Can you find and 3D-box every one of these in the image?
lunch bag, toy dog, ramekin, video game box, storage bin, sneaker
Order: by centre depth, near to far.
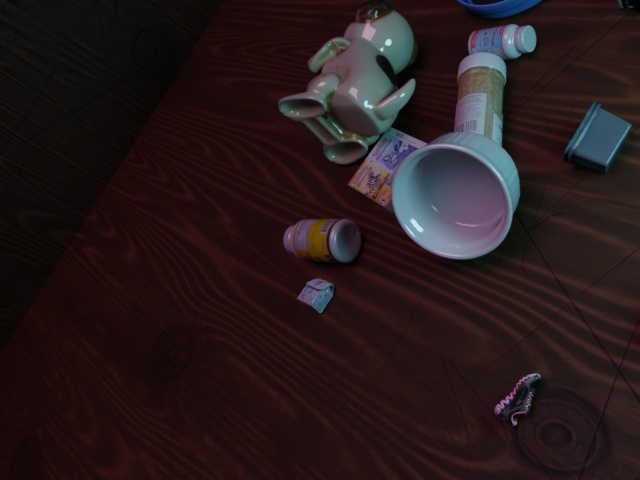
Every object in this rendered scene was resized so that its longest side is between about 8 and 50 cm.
[{"bbox_3d":[0.398,0.314,1.434,0.119,0.047,0.057,-53,45,14],"label":"sneaker"},{"bbox_3d":[0.596,-0.210,1.567,0.091,0.098,0.135,32,87,23],"label":"storage bin"},{"bbox_3d":[0.309,-0.108,1.635,0.277,0.277,0.135,-16,19,38],"label":"ramekin"},{"bbox_3d":[-0.010,0.141,1.954,0.071,0.053,0.083,22,72,49],"label":"lunch bag"},{"bbox_3d":[0.192,-0.195,1.987,0.205,0.048,0.187,-55,37,1],"label":"video game box"},{"bbox_3d":[0.119,-0.485,2.067,0.395,0.284,0.408,-18,42,53],"label":"toy dog"}]

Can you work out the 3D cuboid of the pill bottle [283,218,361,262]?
[{"bbox_3d":[0.000,0.000,1.989,0.215,0.117,0.117,2,65,46],"label":"pill bottle"}]

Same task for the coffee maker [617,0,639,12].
[{"bbox_3d":[0.730,-0.600,1.620,0.171,0.178,0.120,8,71,48],"label":"coffee maker"}]

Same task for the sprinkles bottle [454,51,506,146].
[{"bbox_3d":[0.388,-0.290,1.796,0.121,0.121,0.355,-14,55,39],"label":"sprinkles bottle"}]

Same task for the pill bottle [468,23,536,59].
[{"bbox_3d":[0.469,-0.510,1.892,0.160,0.087,0.087,4,67,46],"label":"pill bottle"}]

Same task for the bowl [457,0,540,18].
[{"bbox_3d":[0.543,-0.783,2.016,0.391,0.077,0.391,-25,48,32],"label":"bowl"}]
